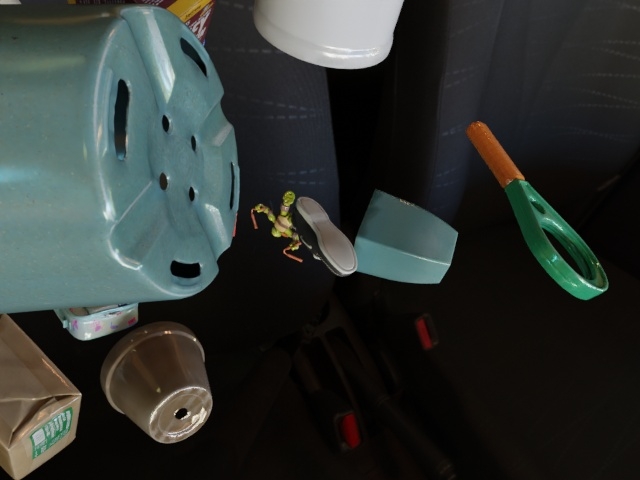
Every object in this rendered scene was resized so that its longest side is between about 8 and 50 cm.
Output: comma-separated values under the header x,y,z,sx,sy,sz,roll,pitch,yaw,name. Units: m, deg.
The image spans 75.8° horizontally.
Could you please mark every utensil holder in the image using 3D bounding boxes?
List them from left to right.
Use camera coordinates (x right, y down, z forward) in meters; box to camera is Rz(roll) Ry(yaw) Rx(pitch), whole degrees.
x,y,z,sx,sy,sz,roll,pitch,yaw,name
0.047,-0.606,0.812,0.326,0.386,0.328,8,50,-10,utensil holder

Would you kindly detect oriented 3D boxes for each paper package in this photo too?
x,y,z,sx,sy,sz,roll,pitch,yaw,name
-0.755,0.386,1.000,0.309,0.325,0.168,41,41,6,paper package

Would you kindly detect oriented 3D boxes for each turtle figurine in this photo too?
x,y,z,sx,sy,sz,roll,pitch,yaw,name
-0.118,-0.065,1.484,0.269,0.217,0.087,47,44,4,turtle figurine

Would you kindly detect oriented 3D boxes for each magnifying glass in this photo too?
x,y,z,sx,sy,sz,roll,pitch,yaw,name
0.225,-0.042,0.445,0.092,0.026,0.231,4,51,-37,magnifying glass

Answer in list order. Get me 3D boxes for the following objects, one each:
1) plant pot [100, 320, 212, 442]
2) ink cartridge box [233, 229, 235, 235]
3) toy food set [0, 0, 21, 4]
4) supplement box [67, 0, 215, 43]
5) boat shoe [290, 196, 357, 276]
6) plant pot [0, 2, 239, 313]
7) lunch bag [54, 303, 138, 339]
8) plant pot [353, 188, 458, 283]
x,y,z,sx,sy,sz,roll,pitch,yaw,name
-0.484,0.461,1.286,0.322,0.324,0.280,-23,32,-29,plant pot
-0.376,-0.082,1.289,0.224,0.181,0.056,6,34,-12,ink cartridge box
-0.929,-0.553,1.043,0.092,0.220,0.306,37,90,-9,toy food set
-0.299,-0.406,0.682,0.194,0.191,0.129,44,68,-14,supplement box
0.000,0.000,0.504,0.046,0.038,0.125,-8,50,-41,boat shoe
-0.279,-0.073,0.403,0.333,0.341,0.342,-1,55,10,plant pot
-0.757,0.208,1.373,0.279,0.108,0.223,27,23,35,lunch bag
0.218,0.010,1.066,0.234,0.166,0.166,19,60,9,plant pot
